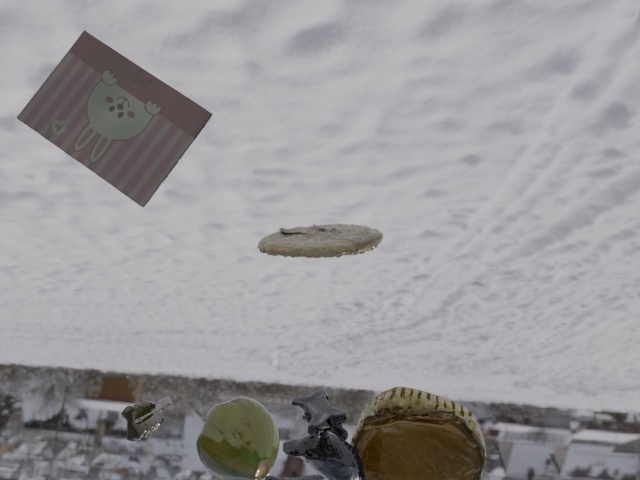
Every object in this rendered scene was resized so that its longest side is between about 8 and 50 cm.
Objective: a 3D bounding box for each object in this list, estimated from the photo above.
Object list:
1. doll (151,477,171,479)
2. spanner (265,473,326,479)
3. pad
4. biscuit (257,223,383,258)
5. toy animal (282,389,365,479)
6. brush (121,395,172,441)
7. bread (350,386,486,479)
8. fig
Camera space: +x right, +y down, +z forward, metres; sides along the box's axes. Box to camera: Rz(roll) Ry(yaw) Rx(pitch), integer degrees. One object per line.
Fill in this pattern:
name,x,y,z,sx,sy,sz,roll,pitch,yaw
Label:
doll,-0.366,0.585,1.554,0.062,0.051,0.093,-5,170,-38
spanner,-0.037,0.542,1.505,0.093,0.026,0.325,18,151,-30
pad,-0.360,-0.216,1.152,0.300,0.202,0.005,35,175,12
biscuit,0.000,-0.001,1.128,0.220,0.033,0.220,-4,-168,1
toy animal,0.011,0.369,1.113,0.117,0.210,0.121,-26,-163,-21
brush,-0.424,0.434,1.690,0.071,0.084,0.301,-18,175,4
bread,0.183,0.405,1.264,0.254,0.227,0.142,8,-174,16
fig,-0.226,0.587,1.905,0.239,0.239,0.271,23,-166,-37
